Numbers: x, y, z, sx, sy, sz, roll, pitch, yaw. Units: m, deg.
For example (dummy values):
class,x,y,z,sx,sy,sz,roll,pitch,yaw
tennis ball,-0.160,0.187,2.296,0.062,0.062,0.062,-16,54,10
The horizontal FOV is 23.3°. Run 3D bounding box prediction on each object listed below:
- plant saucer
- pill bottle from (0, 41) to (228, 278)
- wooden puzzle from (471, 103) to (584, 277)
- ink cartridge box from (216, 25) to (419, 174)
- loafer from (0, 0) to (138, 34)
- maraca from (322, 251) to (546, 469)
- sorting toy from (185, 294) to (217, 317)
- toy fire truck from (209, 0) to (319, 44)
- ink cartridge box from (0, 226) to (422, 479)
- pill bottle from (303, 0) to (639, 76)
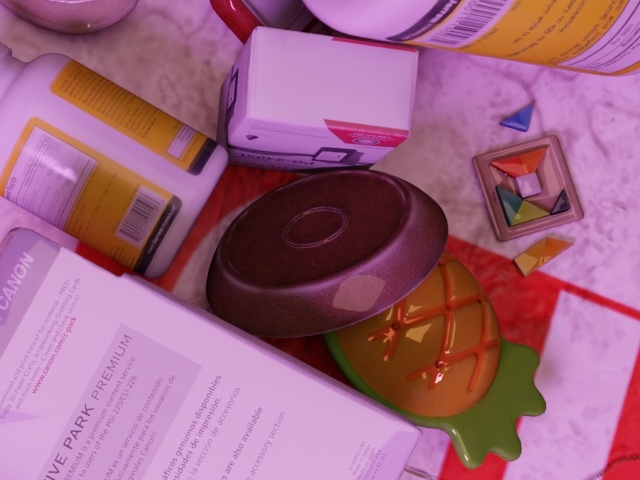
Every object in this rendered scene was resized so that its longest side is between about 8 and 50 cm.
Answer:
class,x,y,z,sx,sy,sz,roll,pitch,yaw
plant saucer,0.000,0.000,1.027,0.168,0.168,0.029,-29,123,-17
pill bottle,-0.161,-0.060,1.030,0.184,0.103,0.103,30,73,-4
wooden puzzle,0.154,-0.038,1.139,0.078,0.014,0.116,-22,82,-16
ink cartridge box,-0.007,-0.088,1.046,0.109,0.150,0.063,6,80,-11
loafer,-0.228,-0.253,1.065,0.102,0.092,0.268,-43,87,-14
maraca,0.076,0.073,1.053,0.185,0.099,0.127,42,60,-9
sorting toy,-0.089,0.075,1.048,0.075,0.045,0.083,-28,91,-26
toy fire truck,-0.017,-0.317,1.108,0.302,0.169,0.254,-49,114,-17
ink cartridge box,-0.133,0.184,0.939,0.271,0.130,0.309,29,83,-4
pill bottle,0.157,-0.212,1.053,0.333,0.188,0.188,4,75,-35
